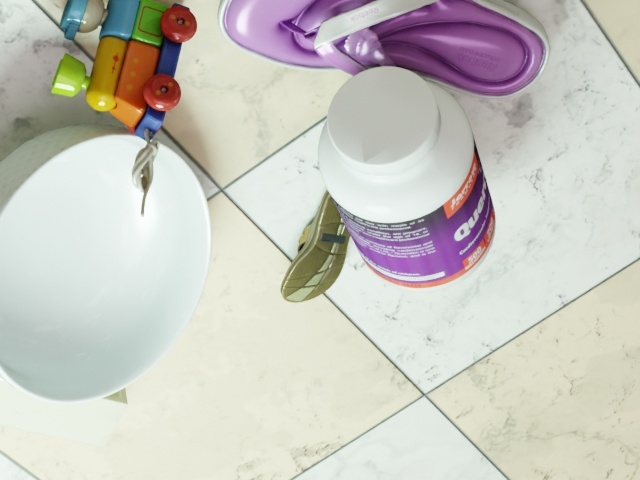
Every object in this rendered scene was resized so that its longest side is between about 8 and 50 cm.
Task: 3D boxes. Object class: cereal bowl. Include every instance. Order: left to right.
[{"bbox_3d":[-0.300,0.016,1.884,0.339,0.141,0.339,-21,122,-38],"label":"cereal bowl"}]

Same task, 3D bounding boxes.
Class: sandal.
[{"bbox_3d":[0.000,0.000,2.056,0.072,0.049,0.180,13,109,-30],"label":"sandal"},{"bbox_3d":[0.089,-0.244,1.844,0.416,0.102,0.169,6,126,-18],"label":"sandal"}]

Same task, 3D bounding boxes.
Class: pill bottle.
[{"bbox_3d":[0.102,-0.073,1.869,0.181,0.182,0.323,-22,154,3],"label":"pill bottle"}]

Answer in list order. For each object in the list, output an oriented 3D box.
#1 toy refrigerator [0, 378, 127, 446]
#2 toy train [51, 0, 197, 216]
[{"bbox_3d":[-0.393,0.177,2.055,0.269,0.102,0.094,16,122,-25],"label":"toy refrigerator"},{"bbox_3d":[-0.235,-0.161,1.753,0.143,0.248,0.105,17,158,-15],"label":"toy train"}]
